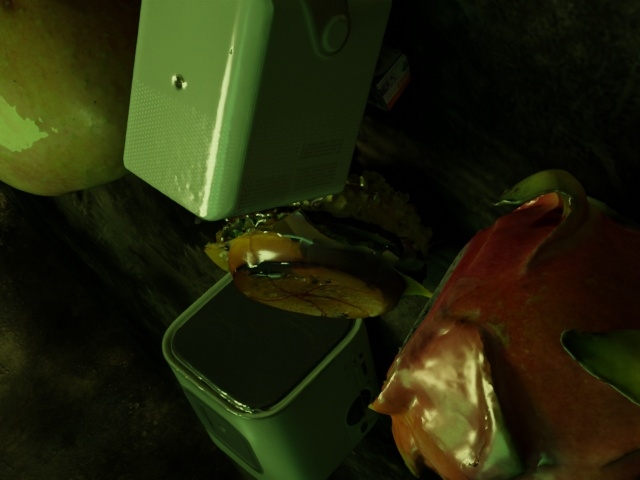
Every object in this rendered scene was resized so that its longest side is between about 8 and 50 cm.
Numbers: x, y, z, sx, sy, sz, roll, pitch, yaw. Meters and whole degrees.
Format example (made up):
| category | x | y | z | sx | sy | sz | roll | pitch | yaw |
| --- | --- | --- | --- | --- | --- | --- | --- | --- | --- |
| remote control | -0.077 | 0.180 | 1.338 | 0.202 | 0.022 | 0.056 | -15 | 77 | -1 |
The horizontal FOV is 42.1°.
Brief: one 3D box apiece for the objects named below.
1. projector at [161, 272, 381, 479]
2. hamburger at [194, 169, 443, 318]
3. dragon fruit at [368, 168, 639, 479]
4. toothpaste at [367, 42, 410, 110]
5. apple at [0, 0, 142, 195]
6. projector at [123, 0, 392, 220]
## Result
| category | x | y | z | sx | sy | sz | roll | pitch | yaw |
| --- | --- | --- | --- | --- | --- | --- | --- | --- | --- |
| projector | -0.065 | 0.207 | 1.290 | 0.248 | 0.248 | 0.249 | 30 | 151 | 34 |
| hamburger | 0.000 | 0.000 | 0.926 | 0.262 | 0.138 | 0.243 | 24 | 156 | -34 |
| dragon fruit | 0.161 | 0.085 | 0.667 | 0.189 | 0.290 | 0.290 | 41 | 156 | 5 |
| toothpaste | 0.002 | -0.188 | 0.829 | 0.196 | 0.047 | 0.040 | 30 | 165 | 34 |
| apple | -0.289 | -0.215 | 0.952 | 0.319 | 0.319 | 0.277 | 8 | 131 | 56 |
| projector | -0.055 | -0.154 | 0.730 | 0.163 | 0.177 | 0.242 | 29 | 120 | 33 |
